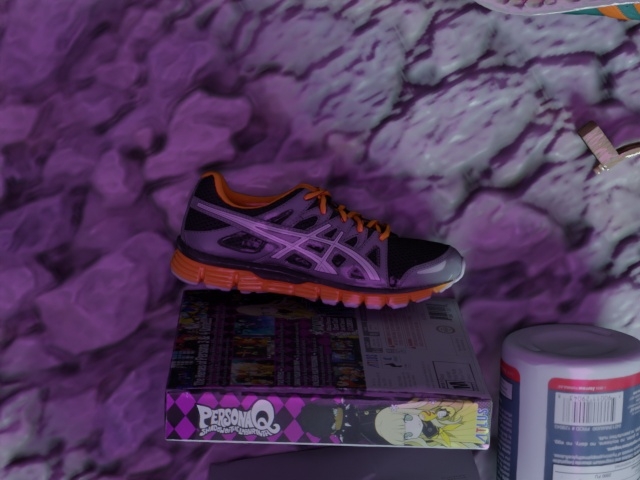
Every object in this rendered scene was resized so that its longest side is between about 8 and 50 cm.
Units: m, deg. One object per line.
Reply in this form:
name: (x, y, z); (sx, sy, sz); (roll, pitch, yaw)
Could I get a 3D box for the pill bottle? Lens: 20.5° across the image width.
pill bottle: (0.184, 0.161, 1.309); (0.108, 0.108, 0.180); (1, 103, -2)

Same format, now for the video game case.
video game case: (0.002, 0.085, 1.223); (0.210, 0.232, 0.042); (2, 104, -3)

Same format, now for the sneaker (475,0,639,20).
sneaker: (0.234, -0.202, 1.221); (0.302, 0.121, 0.108); (4, 106, -4)

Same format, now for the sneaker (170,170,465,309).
sneaker: (0.000, 0.000, 1.282); (0.214, 0.084, 0.083); (6, 98, -2)

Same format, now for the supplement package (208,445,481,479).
supplement package: (0.026, 0.253, 1.246); (0.204, 0.262, 0.145); (-7, 103, 0)

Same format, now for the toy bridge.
toy bridge: (0.277, -0.106, 1.293); (0.188, 0.026, 0.063); (-37, 102, 7)
